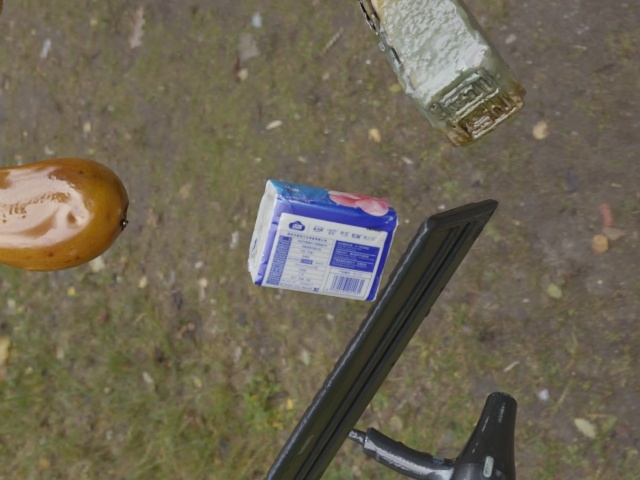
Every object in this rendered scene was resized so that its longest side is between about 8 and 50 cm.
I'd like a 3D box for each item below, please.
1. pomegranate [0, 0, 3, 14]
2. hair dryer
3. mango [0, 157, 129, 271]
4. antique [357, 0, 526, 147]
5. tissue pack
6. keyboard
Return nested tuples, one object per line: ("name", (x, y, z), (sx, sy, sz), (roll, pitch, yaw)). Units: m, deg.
("pomegranate", (-0.531, -0.334, 1.186), (0.196, 0.196, 0.196), (5, 97, 46))
("hair dryer", (0.144, 0.277, 1.247), (0.272, 0.235, 0.091), (18, 134, 9))
("mango", (-0.252, -0.021, 0.806), (0.159, 0.084, 0.105), (-3, 75, 8))
("antique", (0.154, -0.282, 1.237), (0.125, 0.150, 0.284), (-35, 57, 17))
("tissue pack", (0.000, 0.000, 1.841), (0.137, 0.270, 0.209), (-129, 50, -66))
("keyboard", (0.006, 0.133, 0.608), (0.041, 0.103, 0.381), (35, 116, 25))
